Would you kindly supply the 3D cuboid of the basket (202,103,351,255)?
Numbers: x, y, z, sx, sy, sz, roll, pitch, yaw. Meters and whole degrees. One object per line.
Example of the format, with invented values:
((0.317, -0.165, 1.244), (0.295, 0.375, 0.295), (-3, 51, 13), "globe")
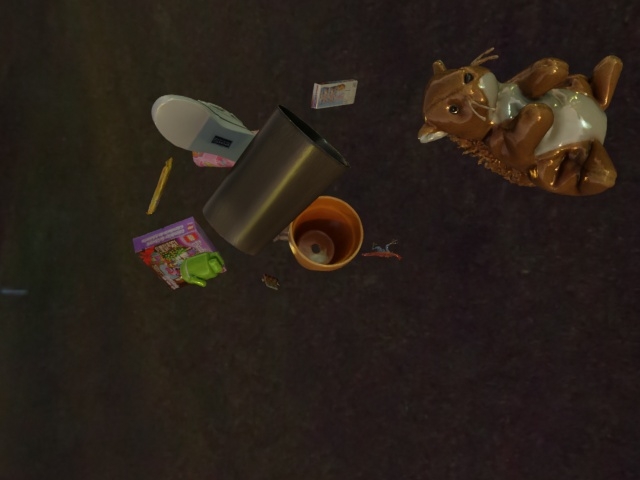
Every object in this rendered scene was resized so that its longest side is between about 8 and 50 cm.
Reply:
((-0.083, -0.097, 1.213), (0.227, 0.204, 0.154), (-47, 69, 11), "basket")

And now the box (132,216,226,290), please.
((-0.444, 0.049, 2.236), (0.293, 0.201, 0.057), (66, -176, -59), "box")

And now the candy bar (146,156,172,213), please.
((-0.404, -0.133, 1.756), (0.161, 0.018, 0.040), (-63, 3, 25), "candy bar")

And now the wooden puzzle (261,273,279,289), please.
((-0.168, 0.139, 2.349), (0.006, 0.083, 0.049), (-39, 48, 27), "wooden puzzle")

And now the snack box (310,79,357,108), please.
((0.039, -0.392, 1.866), (0.022, 0.178, 0.064), (25, 117, 29), "snack box")

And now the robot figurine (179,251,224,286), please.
((-0.299, 0.067, 1.739), (0.101, 0.115, 0.067), (-90, -23, -49), "robot figurine")

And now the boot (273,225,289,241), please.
((-0.109, -0.044, 2.249), (0.042, 0.119, 0.087), (33, -136, -74), "boot")

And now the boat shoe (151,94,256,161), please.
((-0.231, -0.234, 1.385), (0.096, 0.268, 0.088), (-53, 54, 21), "boat shoe")

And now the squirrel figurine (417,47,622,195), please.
((0.384, -0.243, 1.491), (0.397, 0.371, 0.281), (127, 153, -81), "squirrel figurine")

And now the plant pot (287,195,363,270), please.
((0.000, 0.000, 1.989), (0.188, 0.205, 0.205), (124, 141, -70), "plant pot")

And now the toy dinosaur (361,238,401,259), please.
((0.169, 0.038, 1.822), (0.082, 0.090, 0.047), (36, 160, 52), "toy dinosaur")

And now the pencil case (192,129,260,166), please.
((-0.295, -0.314, 2.384), (0.284, 0.124, 0.124), (-2, 86, 18), "pencil case")
